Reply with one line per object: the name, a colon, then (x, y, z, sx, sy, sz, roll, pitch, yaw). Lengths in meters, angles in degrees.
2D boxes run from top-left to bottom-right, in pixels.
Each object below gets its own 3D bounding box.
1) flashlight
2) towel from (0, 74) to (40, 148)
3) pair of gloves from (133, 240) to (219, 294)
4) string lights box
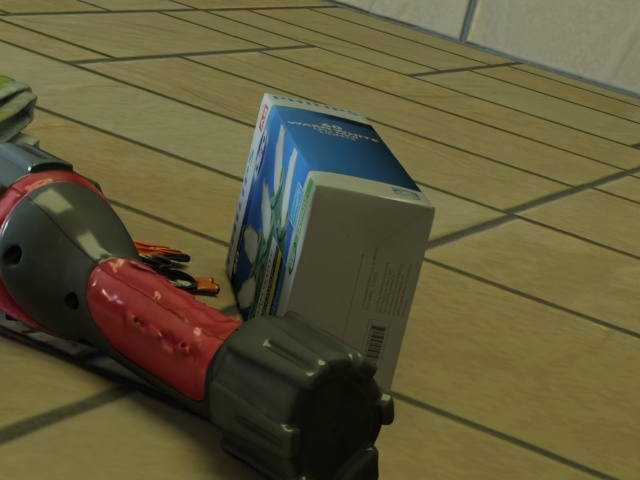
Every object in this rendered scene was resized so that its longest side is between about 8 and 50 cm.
flashlight: (-0.094, 0.037, 1.029, 0.103, 0.103, 0.304, 1, 18, -45)
towel: (-0.397, -0.092, 1.277, 0.374, 0.090, 0.320, 15, 11, 1)
pair of gloves: (-0.114, 0.018, 1.273, 0.074, 0.010, 0.083, 8, 18, -28)
string lights box: (0.000, 0.000, 1.199, 0.077, 0.133, 0.259, 10, 14, -12)
